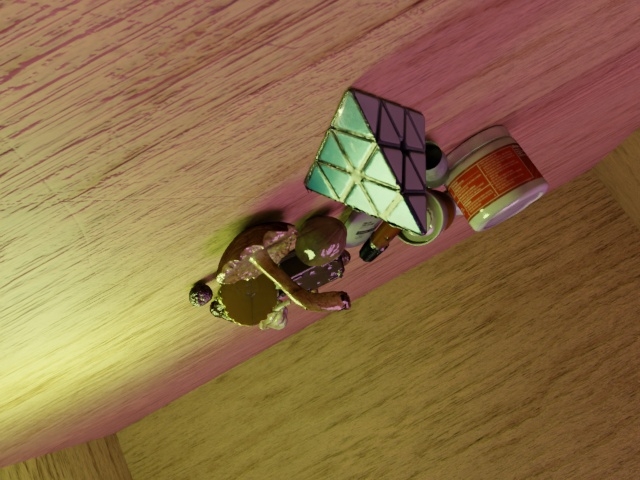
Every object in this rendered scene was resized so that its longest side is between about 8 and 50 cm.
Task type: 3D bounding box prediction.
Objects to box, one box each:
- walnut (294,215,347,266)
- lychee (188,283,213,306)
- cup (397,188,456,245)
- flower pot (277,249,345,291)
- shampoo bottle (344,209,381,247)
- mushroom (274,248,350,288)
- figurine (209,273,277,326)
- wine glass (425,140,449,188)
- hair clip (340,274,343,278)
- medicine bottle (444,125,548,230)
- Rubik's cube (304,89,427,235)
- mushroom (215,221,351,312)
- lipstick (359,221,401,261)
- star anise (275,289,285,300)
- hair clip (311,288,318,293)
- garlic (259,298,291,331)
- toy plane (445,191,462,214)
[{"bbox_3d":[0.001,0.001,1.283,0.140,0.140,0.162,-15,149,-42],"label":"walnut"},{"bbox_3d":[-0.340,0.156,1.298,0.068,0.068,0.083,3,178,-7],"label":"lychee"},{"bbox_3d":[0.337,-0.091,1.571,0.242,0.185,0.226,2,-170,34],"label":"cup"},{"bbox_3d":[-0.028,0.099,1.504,0.251,0.084,0.178,-26,140,0],"label":"flower pot"},{"bbox_3d":[0.142,-0.082,1.370,0.134,0.078,0.359,-24,164,-22],"label":"shampoo bottle"},{"bbox_3d":[-0.026,0.106,1.669,0.313,0.081,0.100,-18,155,-29],"label":"mushroom"},{"bbox_3d":[-0.244,0.184,1.409,0.168,0.187,0.315,-27,173,-23],"label":"figurine"},{"bbox_3d":[0.299,-0.204,1.239,0.093,0.092,0.202,-34,165,15],"label":"wine glass"},{"bbox_3d":[0.055,0.063,1.610,0.070,0.039,0.229,-25,142,-17],"label":"hair clip"},{"bbox_3d":[0.532,-0.187,1.426,0.253,0.240,0.252,-27,165,-8],"label":"medicine bottle"},{"bbox_3d":[0.111,-0.165,0.936,0.229,0.233,0.228,12,-164,-12],"label":"Rubik's cube"},{"bbox_3d":[-0.102,0.073,1.090,0.233,0.302,0.207,-35,136,-33],"label":"mushroom"},{"bbox_3d":[0.209,-0.017,1.512,0.077,0.077,0.418,-24,167,-17],"label":"lipstick"},{"bbox_3d":[-0.236,0.226,1.684,0.197,0.073,0.212,-2,153,-47],"label":"star anise"},{"bbox_3d":[-0.064,0.194,1.837,0.102,0.123,0.138,4,151,-9],"label":"hair clip"},{"bbox_3d":[-0.181,0.297,1.949,0.127,0.131,0.194,12,132,-41],"label":"garlic"},{"bbox_3d":[0.535,-0.144,1.794,0.267,0.122,0.267,-30,165,-9],"label":"toy plane"}]
